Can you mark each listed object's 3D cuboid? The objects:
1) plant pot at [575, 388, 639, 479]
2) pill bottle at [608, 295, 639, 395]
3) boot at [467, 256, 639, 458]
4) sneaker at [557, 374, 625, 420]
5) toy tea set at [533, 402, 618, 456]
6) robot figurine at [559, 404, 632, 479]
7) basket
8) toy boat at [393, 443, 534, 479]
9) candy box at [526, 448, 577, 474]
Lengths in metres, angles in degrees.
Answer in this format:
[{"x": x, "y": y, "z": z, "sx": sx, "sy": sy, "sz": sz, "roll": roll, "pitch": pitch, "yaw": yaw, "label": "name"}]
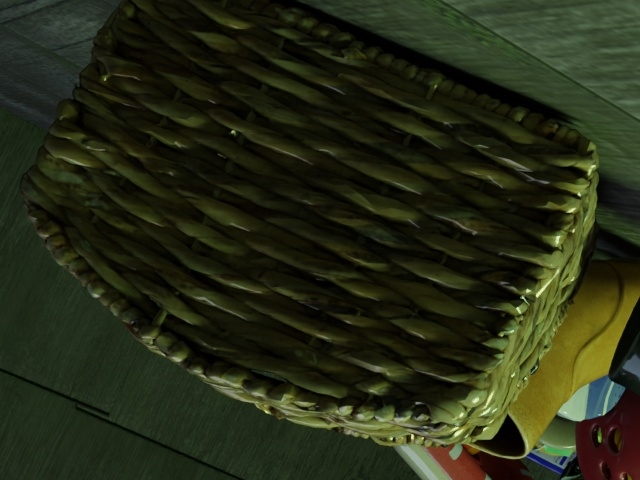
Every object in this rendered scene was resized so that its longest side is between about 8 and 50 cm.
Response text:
[{"x": 0.332, "y": 0.165, "z": 1.195, "sx": 0.191, "sy": 0.191, "sz": 0.174, "roll": 27, "pitch": 168, "yaw": -10, "label": "plant pot"}, {"x": 0.291, "y": 0.089, "z": 0.853, "sx": 0.219, "sy": 0.122, "sz": 0.123, "roll": 26, "pitch": 176, "yaw": 7, "label": "pill bottle"}, {"x": 0.165, "y": 0.083, "z": 0.990, "sx": 0.295, "sy": 0.104, "sz": 0.211, "roll": 31, "pitch": -141, "yaw": -3, "label": "boot"}, {"x": 0.197, "y": 0.064, "z": 1.275, "sx": 0.182, "sy": 0.127, "sz": 0.315, "roll": 24, "pitch": -176, "yaw": -31, "label": "sneaker"}, {"x": 0.189, "y": 0.130, "z": 1.439, "sx": 0.336, "sy": 0.200, "sz": 0.124, "roll": 22, "pitch": 147, "yaw": 6, "label": "toy tea set"}, {"x": 0.371, "y": 0.263, "z": 1.630, "sx": 0.211, "sy": 0.291, "sz": 0.085, "roll": 26, "pitch": 139, "yaw": -4, "label": "robot figurine"}, {"x": 0.000, "y": 0.000, "z": 0.870, "sx": 0.299, "sy": 0.213, "sz": 0.223, "roll": 25, "pitch": 175, "yaw": 13, "label": "basket"}, {"x": 0.180, "y": 0.221, "z": 1.672, "sx": 0.231, "sy": 0.151, "sz": 0.151, "roll": 49, "pitch": -168, "yaw": -21, "label": "toy boat"}, {"x": 0.339, "y": 0.219, "z": 1.869, "sx": 0.317, "sy": 0.122, "sz": 0.268, "roll": 28, "pitch": -167, "yaw": 0, "label": "candy box"}]
